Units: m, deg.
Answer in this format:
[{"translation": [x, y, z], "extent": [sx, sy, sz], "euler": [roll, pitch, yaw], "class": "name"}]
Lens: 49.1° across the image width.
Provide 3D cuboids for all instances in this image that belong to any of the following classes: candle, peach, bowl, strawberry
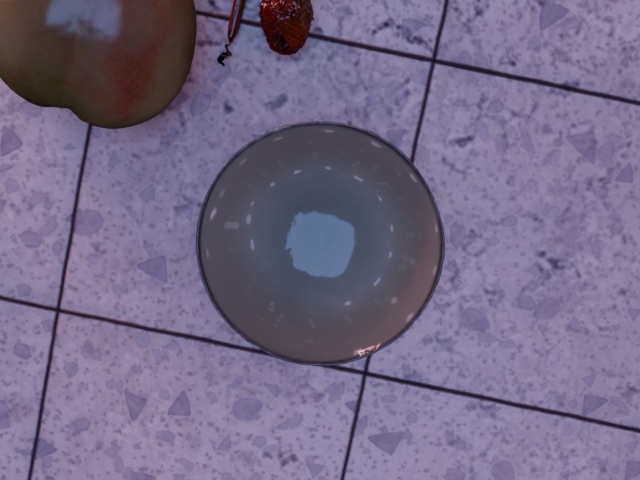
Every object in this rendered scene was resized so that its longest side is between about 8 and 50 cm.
[{"translation": [-0.125, -0.346, 1.057], "extent": [0.026, 0.021, 0.167], "euler": [15, 95, 1], "class": "candle"}, {"translation": [-0.309, -0.303, 0.951], "extent": [0.293, 0.247, 0.292], "euler": [7, 113, 16], "class": "peach"}, {"translation": [0.000, 0.000, 1.020], "extent": [0.338, 0.157, 0.336], "euler": [0, 95, 2], "class": "bowl"}, {"translation": [-0.049, -0.322, 1.029], "extent": [0.083, 0.083, 0.096], "euler": [12, 96, 0], "class": "strawberry"}]
